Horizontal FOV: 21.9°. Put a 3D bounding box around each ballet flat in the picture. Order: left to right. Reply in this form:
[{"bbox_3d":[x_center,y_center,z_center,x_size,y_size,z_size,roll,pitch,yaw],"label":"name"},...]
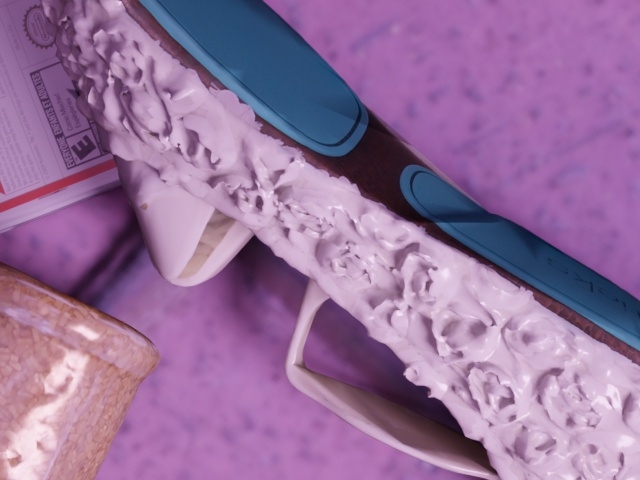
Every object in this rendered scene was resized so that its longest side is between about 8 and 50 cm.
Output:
[{"bbox_3d":[0.000,0.000,0.779,0.409,0.147,0.147,38,84,4],"label":"ballet flat"}]

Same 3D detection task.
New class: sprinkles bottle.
[{"bbox_3d":[-0.200,0.183,0.759,0.121,0.121,0.355,25,83,4],"label":"sprinkles bottle"}]

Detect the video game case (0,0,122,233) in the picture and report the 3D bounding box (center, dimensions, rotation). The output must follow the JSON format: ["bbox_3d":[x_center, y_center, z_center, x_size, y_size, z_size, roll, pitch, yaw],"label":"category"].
[{"bbox_3d":[-0.254,-0.076,0.836,0.285,0.025,0.204,-21,88,-2],"label":"video game case"}]
